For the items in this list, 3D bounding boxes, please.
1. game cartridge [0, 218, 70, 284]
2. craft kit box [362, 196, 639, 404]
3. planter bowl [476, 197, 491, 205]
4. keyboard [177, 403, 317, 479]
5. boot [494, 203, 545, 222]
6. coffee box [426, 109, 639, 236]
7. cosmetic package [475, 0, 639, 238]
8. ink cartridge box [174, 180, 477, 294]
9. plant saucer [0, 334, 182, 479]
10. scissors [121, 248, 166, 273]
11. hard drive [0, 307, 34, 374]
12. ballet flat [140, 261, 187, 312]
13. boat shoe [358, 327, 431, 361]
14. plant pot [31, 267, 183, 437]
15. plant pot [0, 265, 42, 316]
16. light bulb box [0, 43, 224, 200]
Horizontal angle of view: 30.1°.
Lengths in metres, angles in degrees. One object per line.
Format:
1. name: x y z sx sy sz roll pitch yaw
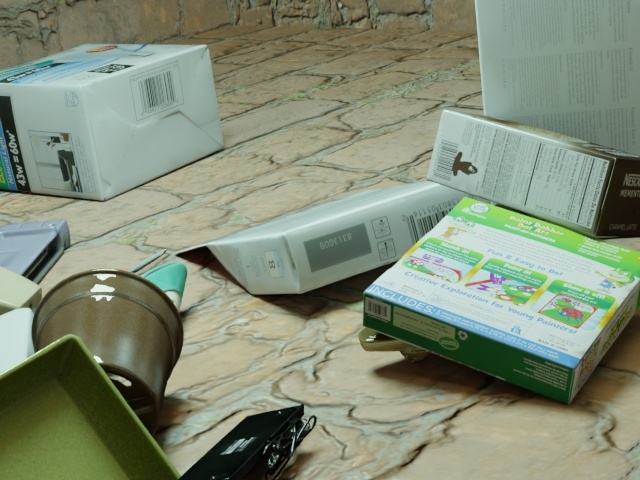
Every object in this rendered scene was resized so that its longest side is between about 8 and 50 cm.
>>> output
1. game cartridge: -0.531 0.049 1.776 0.230 0.068 0.355 -2 19 4
2. craft kit box: 0.214 0.056 1.332 0.249 0.061 0.246 20 40 27
3. planter bowl: 0.248 -0.104 1.839 0.162 0.109 0.162 -7 19 2
4. keyboard: -0.066 0.213 1.154 0.100 0.038 0.192 -15 9 25
5. boot: 0.251 0.022 1.528 0.123 0.095 0.258 22 35 33
6. coffee box: 0.277 -0.085 1.488 0.246 0.098 0.141 21 14 36
7. cosmetic package: 0.367 -0.191 1.626 0.284 0.377 0.097 -2 20 13
8. ink cartridge box: 0.000 0.000 1.727 0.308 0.091 0.385 -19 5 -29
9. plant saucer: -0.241 0.203 1.076 0.045 0.188 0.188 -39 -4 38
10. scissors: -0.252 0.044 1.532 0.297 0.021 0.109 -30 1 42
11. hard drive: -0.414 0.191 1.256 0.233 0.047 0.353 -22 21 -4
12. ballet flat: -0.231 0.104 1.484 0.087 0.083 0.247 31 36 24
13. boat shoe: 0.109 0.114 1.345 0.135 0.045 0.050 -6 26 -8
14. plant pot: -0.227 0.140 1.245 0.166 0.167 0.165 -8 27 -2
15. plant pot: -0.414 0.098 1.522 0.096 0.109 0.109 9 21 8
16. light bulb box: -0.449 -0.245 2.351 0.361 0.225 0.358 7 24 35
